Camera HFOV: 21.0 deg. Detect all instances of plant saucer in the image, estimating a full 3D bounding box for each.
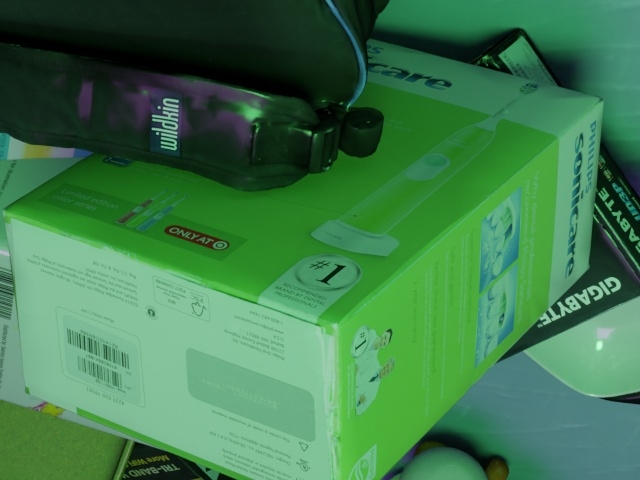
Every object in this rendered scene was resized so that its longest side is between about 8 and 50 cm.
[{"bbox_3d":[-0.229,0.172,1.406,0.188,0.045,0.188,29,107,27],"label":"plant saucer"}]

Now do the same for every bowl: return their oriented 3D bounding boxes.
[{"bbox_3d":[0.202,0.044,1.189,0.142,0.053,0.142,-24,129,39],"label":"bowl"}]

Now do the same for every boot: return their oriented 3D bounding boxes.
[{"bbox_3d":[0.260,0.117,1.276,0.121,0.045,0.099,-4,145,26],"label":"boot"}]

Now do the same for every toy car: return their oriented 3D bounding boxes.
[{"bbox_3d":[0.114,0.258,1.399,0.136,0.182,0.159,12,162,-5],"label":"toy car"}]

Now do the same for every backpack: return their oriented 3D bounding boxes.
[{"bbox_3d":[-0.112,-0.179,0.883,0.263,0.213,0.276,-6,129,18],"label":"backpack"}]

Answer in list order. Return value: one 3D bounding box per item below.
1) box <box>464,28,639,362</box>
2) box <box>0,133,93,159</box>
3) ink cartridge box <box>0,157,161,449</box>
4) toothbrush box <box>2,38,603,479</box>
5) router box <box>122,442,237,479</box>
[{"bbox_3d":[0.092,-0.010,1.103,0.220,0.051,0.175,-30,98,43],"label":"box"},{"bbox_3d":[-0.179,-0.101,1.050,0.244,0.060,0.100,-3,146,-17],"label":"box"},{"bbox_3d":[-0.172,0.035,1.254,0.278,0.117,0.201,17,143,-2],"label":"ink cartridge box"},{"bbox_3d":[0.000,0.000,0.943,0.206,0.283,0.122,17,126,28],"label":"toothbrush box"},{"bbox_3d":[-0.181,0.232,1.542,0.309,0.081,0.243,-13,135,32],"label":"router box"}]
